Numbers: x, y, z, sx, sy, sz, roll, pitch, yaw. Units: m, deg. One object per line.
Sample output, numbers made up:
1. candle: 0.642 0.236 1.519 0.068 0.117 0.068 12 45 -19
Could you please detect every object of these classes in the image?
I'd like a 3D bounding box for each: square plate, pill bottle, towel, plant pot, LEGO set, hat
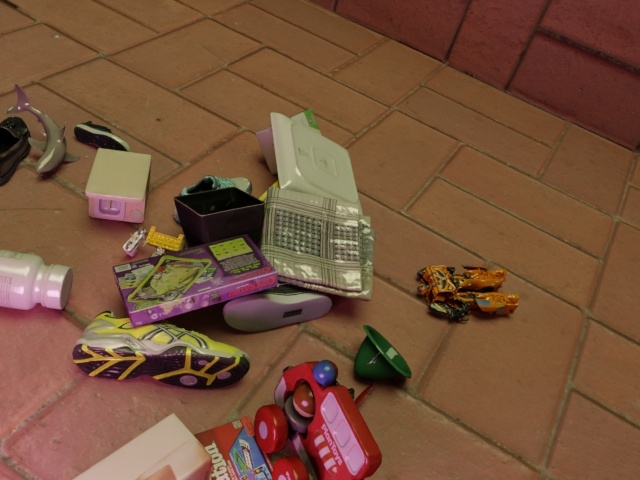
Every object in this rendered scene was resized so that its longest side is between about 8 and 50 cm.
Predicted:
1. square plate: -0.001 -0.236 1.965 0.344 0.049 0.347 23 42 -36
2. pill bottle: -0.707 0.092 1.420 0.230 0.131 0.131 10 41 -9
3. towel: 0.000 0.000 1.666 0.325 0.056 0.312 15 48 -14
4. plant pot: -0.271 -0.033 1.666 0.188 0.166 0.187 -15 27 -32
5. LEGO set: -0.377 0.065 1.624 0.287 0.107 0.132 38 79 15
6. hat: 0.103 0.334 1.529 0.173 0.183 0.208 49 7 22

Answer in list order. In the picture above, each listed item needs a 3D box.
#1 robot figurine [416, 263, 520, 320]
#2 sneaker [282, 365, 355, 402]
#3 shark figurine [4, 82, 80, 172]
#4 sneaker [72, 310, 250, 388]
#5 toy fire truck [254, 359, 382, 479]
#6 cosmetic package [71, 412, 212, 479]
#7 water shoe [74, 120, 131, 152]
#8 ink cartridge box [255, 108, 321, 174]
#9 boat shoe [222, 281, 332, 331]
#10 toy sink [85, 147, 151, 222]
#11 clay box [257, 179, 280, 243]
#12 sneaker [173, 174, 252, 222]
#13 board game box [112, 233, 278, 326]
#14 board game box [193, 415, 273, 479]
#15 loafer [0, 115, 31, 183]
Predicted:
1. robot figurine: 0.428 0.142 1.813 0.291 0.085 0.211 5 41 -16
2. sneaker: -0.001 0.334 1.429 0.188 0.078 0.067 21 16 22
3. shark figurine: -0.802 -0.335 1.821 0.166 0.116 0.278 -12 68 -50
4. sneaker: -0.346 0.234 1.385 0.385 0.145 0.147 11 41 -10
5. toy fire truck: 0.001 0.379 1.243 0.170 0.253 0.302 3 41 -33
6. cosmetic package: -0.354 0.472 1.110 0.129 0.153 0.296 39 46 24
7. water shoe: -0.680 -0.331 1.946 0.203 0.072 0.080 25 39 7
8. ink cartridge box: -0.098 -0.338 2.090 0.093 0.160 0.219 -7 19 44
9. boat shoe: -0.119 0.152 1.584 0.307 0.113 0.105 -8 40 -31
10. toy sink: -0.568 -0.139 1.729 0.153 0.131 0.234 5 37 -14
11. clay box: -0.151 -0.092 1.830 0.053 0.127 0.222 28 42 11
12. sneaker: -0.306 -0.141 1.832 0.110 0.122 0.283 38 44 22
13. board game box: -0.301 0.086 1.465 0.347 0.056 0.208 -14 29 -22
14. board game box: -0.156 0.501 1.245 0.145 0.027 0.281 -12 49 -29
15. loafer: -0.919 -0.286 1.790 0.109 0.095 0.302 6 42 -14
